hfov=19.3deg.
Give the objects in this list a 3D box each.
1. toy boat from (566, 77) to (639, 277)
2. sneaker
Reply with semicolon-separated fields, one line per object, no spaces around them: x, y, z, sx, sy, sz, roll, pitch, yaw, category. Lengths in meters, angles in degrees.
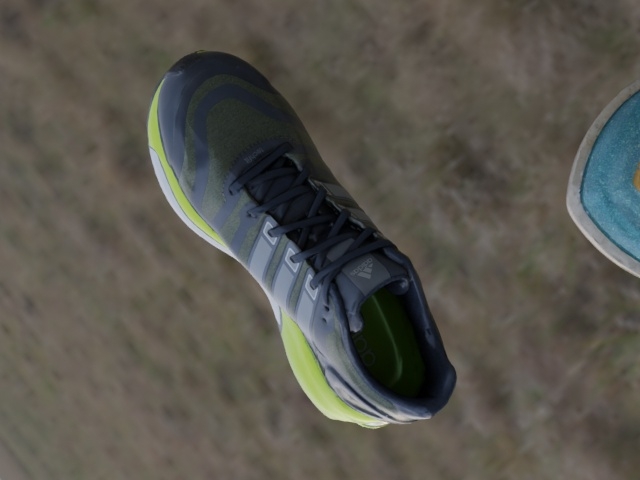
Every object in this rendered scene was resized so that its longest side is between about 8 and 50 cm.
0.306;-0.118;1.484;0.148;0.267;0.318;131;122;-79;toy boat
0.000;0.000;1.235;0.300;0.111;0.121;54;160;-18;sneaker
